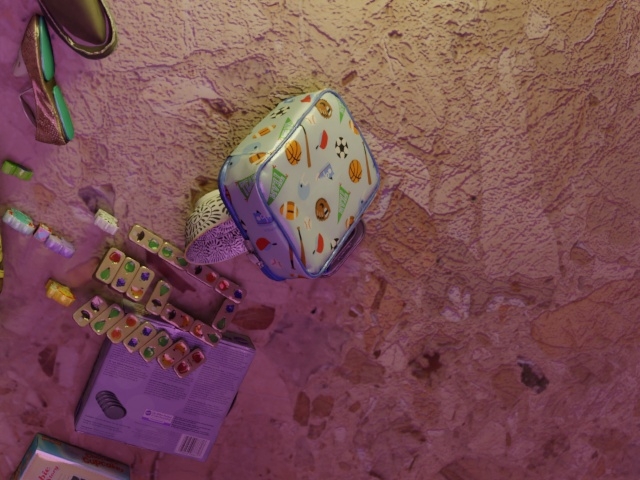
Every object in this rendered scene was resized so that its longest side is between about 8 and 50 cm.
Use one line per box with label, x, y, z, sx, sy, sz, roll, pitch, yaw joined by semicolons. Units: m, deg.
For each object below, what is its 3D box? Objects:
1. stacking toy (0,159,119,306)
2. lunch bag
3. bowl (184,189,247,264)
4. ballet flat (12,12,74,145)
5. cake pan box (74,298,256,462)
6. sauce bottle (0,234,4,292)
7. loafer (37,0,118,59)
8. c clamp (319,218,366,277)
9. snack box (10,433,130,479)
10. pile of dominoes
stacking toy;-0.462;-0.010;1.547;0.221;0.052;0.167;32;99;-23
lunch bag;-0.028;-0.082;1.525;0.303;0.115;0.243;-53;126;-39
bowl;-0.163;-0.035;1.589;0.170;0.170;0.080;-24;71;-6
ballet flat;-0.438;-0.243;1.459;0.067;0.073;0.206;-7;109;3
cake pan box;-0.274;0.256;1.693;0.267;0.070;0.246;18;106;-21
sauce bottle;-0.552;0.023;1.470;0.111;0.111;0.344;-2;112;-15
loafer;-0.389;-0.378;1.407;0.094;0.087;0.251;-33;115;-1
c clamp;0.000;0.000;1.694;0.161;0.022;0.137;-46;115;5
snack box;-0.507;0.525;1.734;0.187;0.060;0.322;27;101;-23
pile of dominoes;-0.267;0.108;1.600;0.251;0.040;0.196;32;75;-17
